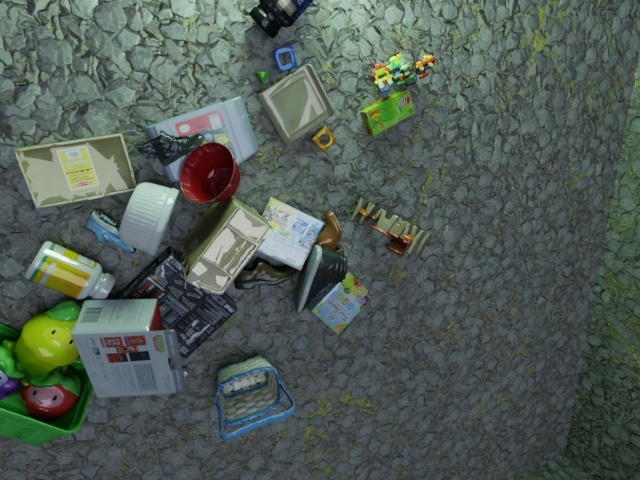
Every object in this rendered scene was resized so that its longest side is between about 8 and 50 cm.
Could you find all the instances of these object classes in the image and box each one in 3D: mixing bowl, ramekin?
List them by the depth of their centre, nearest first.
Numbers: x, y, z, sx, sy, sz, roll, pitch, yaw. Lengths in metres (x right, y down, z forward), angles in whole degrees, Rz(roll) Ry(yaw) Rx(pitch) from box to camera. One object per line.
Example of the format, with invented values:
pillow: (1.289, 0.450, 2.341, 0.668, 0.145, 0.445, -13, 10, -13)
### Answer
ramekin: (-0.491, -0.067, 1.188, 0.109, 0.207, 0.207, 20, 99, -18)
mixing bowl: (-0.303, -0.182, 1.207, 0.181, 0.181, 0.098, -55, 157, 2)

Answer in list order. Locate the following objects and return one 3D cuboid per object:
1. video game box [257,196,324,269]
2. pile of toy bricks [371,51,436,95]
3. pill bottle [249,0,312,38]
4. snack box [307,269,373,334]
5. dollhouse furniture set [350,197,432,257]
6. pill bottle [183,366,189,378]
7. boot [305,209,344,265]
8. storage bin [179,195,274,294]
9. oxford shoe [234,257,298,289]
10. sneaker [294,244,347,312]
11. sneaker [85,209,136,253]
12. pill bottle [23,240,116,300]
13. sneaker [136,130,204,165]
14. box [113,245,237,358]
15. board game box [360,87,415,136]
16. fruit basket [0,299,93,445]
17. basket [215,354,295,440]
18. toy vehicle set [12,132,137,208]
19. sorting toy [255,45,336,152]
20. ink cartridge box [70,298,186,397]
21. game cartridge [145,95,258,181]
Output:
video game box: (-0.119, -0.023, 1.425, 0.205, 0.048, 0.187, 26, 99, -14)
pile of toy bricks: (0.268, -0.584, 1.406, 0.212, 0.118, 0.105, -23, 88, 3)
pill bottle: (-0.095, -0.690, 1.175, 0.219, 0.123, 0.123, -45, 120, 11)
snack box: (0.077, 0.233, 1.612, 0.207, 0.070, 0.174, -46, 120, -1)
dollhouse furniture set: (0.263, -0.020, 1.516, 0.259, 0.262, 0.135, 13, 107, -59)
pill bottle: (-0.505, 0.483, 1.460, 0.083, 0.043, 0.043, -35, 118, -9)
boot: (0.000, 0.000, 1.499, 0.152, 0.073, 0.197, -17, 111, -13)
storage bin: (-0.299, -0.001, 1.257, 0.123, 0.262, 0.260, 37, 91, -28)
oxford shoe: (-0.187, 0.105, 1.447, 0.227, 0.083, 0.096, -8, 107, -22)
sneaker: (0.005, 0.156, 1.502, 0.147, 0.104, 0.295, 11, 120, -20)
sneaker: (-0.620, -0.016, 1.238, 0.073, 0.063, 0.162, -38, 115, 12)
pill bottle: (-0.710, 0.098, 1.195, 0.208, 0.117, 0.117, 32, 93, -29)
sneaker: (-0.420, -0.274, 1.171, 0.170, 0.051, 0.089, -34, 123, -5)
box: (-0.466, 0.209, 1.364, 0.242, 0.076, 0.307, -44, 119, -4)
board game box: (0.237, -0.450, 1.459, 0.181, 0.043, 0.092, -32, 117, -11)
fruit basket: (-0.807, 0.355, 1.178, 0.392, 0.283, 0.392, -5, 123, -8)
basket: (-0.240, 0.549, 1.457, 0.255, 0.289, 0.201, -13, 107, -16)
toy vehicle set: (-0.669, -0.196, 1.157, 0.267, 0.035, 0.166, -14, 113, -19)
sorting toy: (-0.076, -0.432, 1.330, 0.196, 0.047, 0.347, -34, 117, -5)
ink cartridge box: (-0.550, 0.329, 1.256, 0.272, 0.130, 0.309, 1, 128, -9)
game cartridge: (-0.344, -0.295, 1.256, 0.294, 0.060, 0.196, -24, 120, -14)
